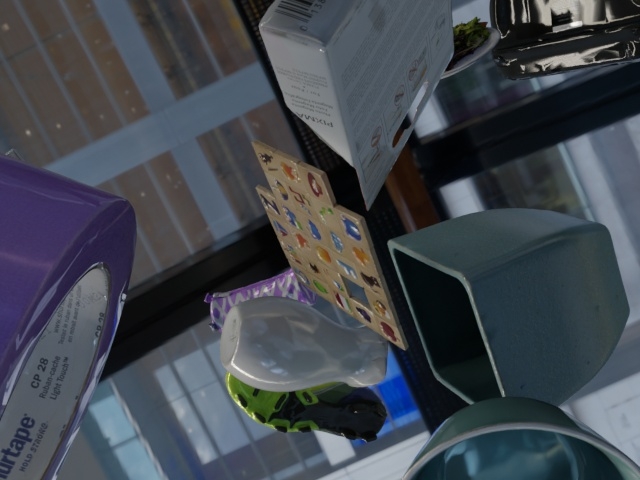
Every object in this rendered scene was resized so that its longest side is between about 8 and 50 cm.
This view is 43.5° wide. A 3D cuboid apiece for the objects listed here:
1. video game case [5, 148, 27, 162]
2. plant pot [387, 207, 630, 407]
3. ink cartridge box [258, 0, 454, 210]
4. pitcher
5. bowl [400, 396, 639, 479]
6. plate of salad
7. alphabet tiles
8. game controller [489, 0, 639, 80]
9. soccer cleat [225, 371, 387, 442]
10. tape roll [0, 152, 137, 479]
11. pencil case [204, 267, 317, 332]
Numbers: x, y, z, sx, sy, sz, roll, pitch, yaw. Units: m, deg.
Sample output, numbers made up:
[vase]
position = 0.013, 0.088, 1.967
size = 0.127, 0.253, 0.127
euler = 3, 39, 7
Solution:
[video game case]
position = -0.418, -0.008, 0.998
size = 0.173, 0.190, 0.022
euler = 43, 170, 34
[plant pot]
position = 0.286, 0.080, 1.150
size = 0.248, 0.252, 0.247
euler = 69, 166, -17
[ink cartridge box]
position = 0.043, -0.156, 0.627
size = 0.066, 0.189, 0.232
euler = 25, 162, 15
[pitcher]
position = -0.036, 0.154, 1.105
size = 0.178, 0.207, 0.126
euler = 141, 136, -57
[bowl]
position = 0.229, 0.311, 0.942
size = 0.312, 0.311, 0.163
euler = 64, -167, -13
[plate of salad]
position = 0.178, -0.295, 1.242
size = 0.200, 0.199, 0.048
euler = -107, -6, -62
[alphabet tiles]
position = 0.000, 0.000, 0.876
size = 0.198, 0.009, 0.237
euler = 30, 151, 44
[game controller]
position = 0.391, -0.347, 1.247
size = 0.319, 0.067, 0.167
euler = 3, 96, 53
[soccer cleat]
position = -0.028, 0.237, 1.225
size = 0.289, 0.094, 0.121
euler = 22, -173, -31
[tape roll]
position = -0.208, 0.088, 0.495
size = 0.090, 0.275, 0.275
euler = 20, -172, -2
[pencil case]
position = -0.108, 0.105, 1.479
size = 0.086, 0.206, 0.088
euler = -80, -32, -62
